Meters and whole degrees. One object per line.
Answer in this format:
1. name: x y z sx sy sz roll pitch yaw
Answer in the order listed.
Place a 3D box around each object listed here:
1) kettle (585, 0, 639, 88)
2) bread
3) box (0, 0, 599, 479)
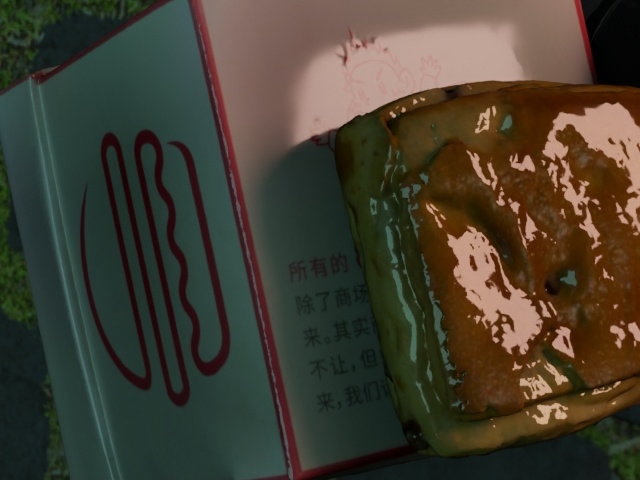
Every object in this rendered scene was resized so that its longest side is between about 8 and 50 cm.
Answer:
1. kettle: 0.282 -0.049 1.186 0.290 0.207 0.268 39 134 31
2. bread: 0.132 0.007 1.046 0.099 0.235 0.210 -16 86 58
3. box: 0.000 0.000 1.204 0.300 0.314 0.312 -18 83 57
